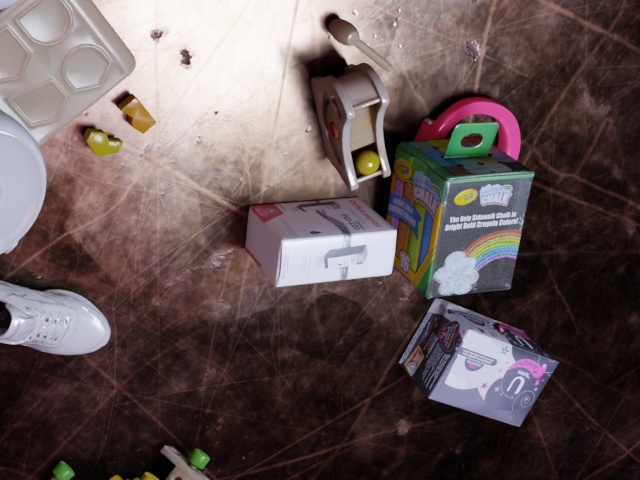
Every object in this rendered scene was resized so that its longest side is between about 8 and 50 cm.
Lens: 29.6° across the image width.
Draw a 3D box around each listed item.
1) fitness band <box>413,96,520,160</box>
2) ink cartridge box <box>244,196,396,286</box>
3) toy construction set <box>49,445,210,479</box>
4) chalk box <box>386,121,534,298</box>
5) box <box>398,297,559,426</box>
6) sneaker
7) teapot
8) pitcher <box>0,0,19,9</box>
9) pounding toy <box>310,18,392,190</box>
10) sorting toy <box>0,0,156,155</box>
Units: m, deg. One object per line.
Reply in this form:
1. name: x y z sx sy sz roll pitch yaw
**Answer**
1. fitness band: 0.249 -0.124 2.205 0.209 0.054 0.291 11 111 -33
2. ink cartridge box: 0.000 0.000 2.078 0.217 0.158 0.092 -4 116 -25
3. toy construction set: -0.278 0.479 2.119 0.237 0.309 0.257 -46 133 -4
4. chalk box: 0.235 -0.073 2.081 0.180 0.179 0.289 -5 116 -26
5. box: 0.310 0.238 2.360 0.247 0.142 0.163 21 105 -33
6. sneaker: -0.468 0.134 1.925 0.305 0.152 0.114 21 102 -34
7. teapot: -0.531 -0.095 1.749 0.252 0.187 0.256 1 113 -43
8. pitcher: -0.402 -0.404 1.679 0.178 0.125 0.207 42 89 6
9. pounding toy: 0.084 -0.227 2.006 0.154 0.154 0.270 -22 123 -14
10. sorting toy: -0.393 -0.238 1.833 0.229 0.041 0.307 -42 133 -7
